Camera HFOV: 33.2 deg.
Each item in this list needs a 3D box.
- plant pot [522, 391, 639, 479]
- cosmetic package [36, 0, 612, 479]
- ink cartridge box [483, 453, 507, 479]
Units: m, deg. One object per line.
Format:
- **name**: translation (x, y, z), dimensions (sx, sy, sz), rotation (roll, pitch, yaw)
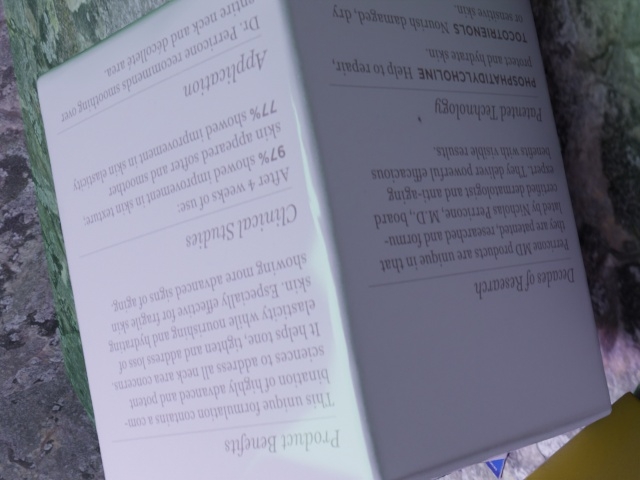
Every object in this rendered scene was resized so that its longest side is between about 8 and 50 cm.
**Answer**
- **plant pot**: translation (0.262, 0.306, 0.970), dimensions (0.187, 0.212, 0.212), rotation (41, 144, 28)
- **cosmetic package**: translation (0.000, 0.000, 0.941), dimensions (0.329, 0.327, 0.393), rotation (-14, 84, 43)
- **ink cartridge box**: translation (0.160, 0.126, 1.204), dimensions (0.165, 0.065, 0.332), rotation (49, 149, 39)
